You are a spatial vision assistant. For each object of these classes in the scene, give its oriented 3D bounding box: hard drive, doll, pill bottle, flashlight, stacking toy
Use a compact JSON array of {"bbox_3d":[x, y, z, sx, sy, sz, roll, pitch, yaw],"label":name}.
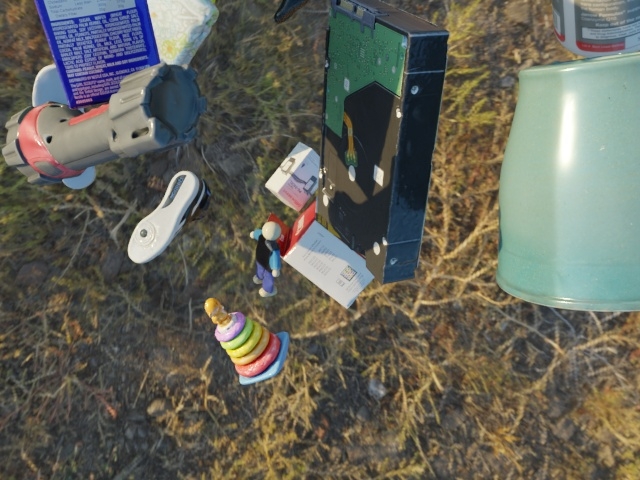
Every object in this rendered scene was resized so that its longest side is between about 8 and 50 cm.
[{"bbox_3d":[0.073,-0.143,0.931,0.064,0.237,0.339,-10,122,-21],"label":"hard drive"},{"bbox_3d":[-0.110,0.030,1.386,0.046,0.129,0.189,-16,145,-22],"label":"doll"},{"bbox_3d":[0.384,-0.399,0.895,0.161,0.161,0.283,-33,139,-3],"label":"pill bottle"},{"bbox_3d":[-0.248,-0.131,0.765,0.103,0.304,0.103,-25,103,-48],"label":"flashlight"},{"bbox_3d":[-0.248,0.279,2.029,0.165,0.175,0.302,-21,124,30],"label":"stacking toy"}]

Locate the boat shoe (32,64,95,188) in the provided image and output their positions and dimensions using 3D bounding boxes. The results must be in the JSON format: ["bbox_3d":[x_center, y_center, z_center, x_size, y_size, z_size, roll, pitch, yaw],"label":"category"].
[{"bbox_3d":[-0.504,-0.226,1.325,0.095,0.084,0.258,-11,129,-21],"label":"boat shoe"}]

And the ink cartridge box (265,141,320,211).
[{"bbox_3d":[-0.058,-0.168,1.815,0.150,0.063,0.109,-52,137,-3],"label":"ink cartridge box"}]

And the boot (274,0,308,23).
[{"bbox_3d":[-0.096,-0.607,1.684,0.121,0.045,0.099,-43,90,-16],"label":"boot"}]

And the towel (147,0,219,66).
[{"bbox_3d":[-0.429,-0.512,1.574,0.320,0.090,0.374,46,130,-1],"label":"towel"}]

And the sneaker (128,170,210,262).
[{"bbox_3d":[-0.299,-0.037,1.413,0.079,0.121,0.217,38,95,18],"label":"sneaker"}]

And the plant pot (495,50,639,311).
[{"bbox_3d":[0.331,-0.084,0.785,0.271,0.271,0.255,-10,103,-9],"label":"plant pot"}]

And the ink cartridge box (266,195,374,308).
[{"bbox_3d":[0.000,0.000,1.741,0.271,0.309,0.130,38,101,-10],"label":"ink cartridge box"}]

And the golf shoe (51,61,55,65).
[{"bbox_3d":[-0.488,-0.369,1.483,0.198,0.094,0.077,-18,119,-10],"label":"golf shoe"}]

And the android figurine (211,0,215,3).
[{"bbox_3d":[-0.339,-0.683,1.707,0.272,0.056,0.248,-20,147,4],"label":"android figurine"}]

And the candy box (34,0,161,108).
[{"bbox_3d":[-0.278,-0.352,0.747,0.122,0.268,0.317,-15,134,-14],"label":"candy box"}]
